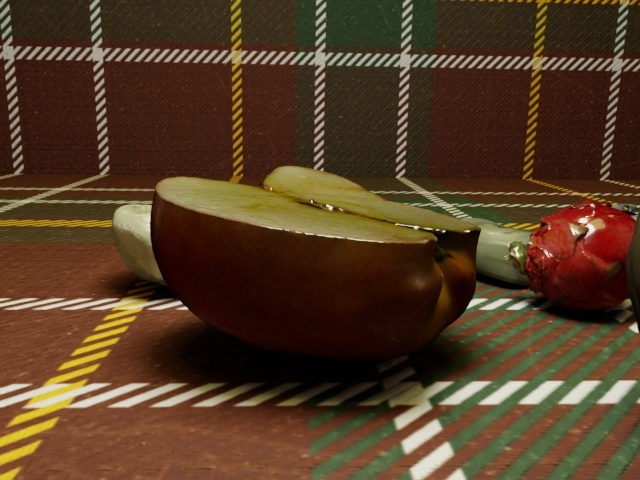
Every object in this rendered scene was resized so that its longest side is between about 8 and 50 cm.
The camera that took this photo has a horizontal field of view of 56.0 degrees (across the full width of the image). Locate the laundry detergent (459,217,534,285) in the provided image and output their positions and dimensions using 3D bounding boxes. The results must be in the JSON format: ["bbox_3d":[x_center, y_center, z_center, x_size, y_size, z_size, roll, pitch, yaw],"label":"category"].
[{"bbox_3d":[0.330,0.012,1.140,0.181,0.091,0.253,-3,12,-24],"label":"laundry detergent"}]

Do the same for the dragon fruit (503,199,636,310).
[{"bbox_3d":[0.400,0.023,0.911,0.209,0.172,0.172,-15,14,-5],"label":"dragon fruit"}]

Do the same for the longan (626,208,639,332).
[{"bbox_3d":[0.491,0.006,0.455,0.404,0.436,0.404,32,19,-12],"label":"longan"}]

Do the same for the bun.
[{"bbox_3d":[-0.240,0.011,1.000,0.231,0.133,0.231,8,5,-1],"label":"bun"}]

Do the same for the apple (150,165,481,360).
[{"bbox_3d":[0.000,0.000,0.734,0.364,0.295,0.329,18,58,31],"label":"apple"}]

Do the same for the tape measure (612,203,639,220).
[{"bbox_3d":[0.600,-0.015,1.233,0.197,0.120,0.236,7,9,35],"label":"tape measure"}]
